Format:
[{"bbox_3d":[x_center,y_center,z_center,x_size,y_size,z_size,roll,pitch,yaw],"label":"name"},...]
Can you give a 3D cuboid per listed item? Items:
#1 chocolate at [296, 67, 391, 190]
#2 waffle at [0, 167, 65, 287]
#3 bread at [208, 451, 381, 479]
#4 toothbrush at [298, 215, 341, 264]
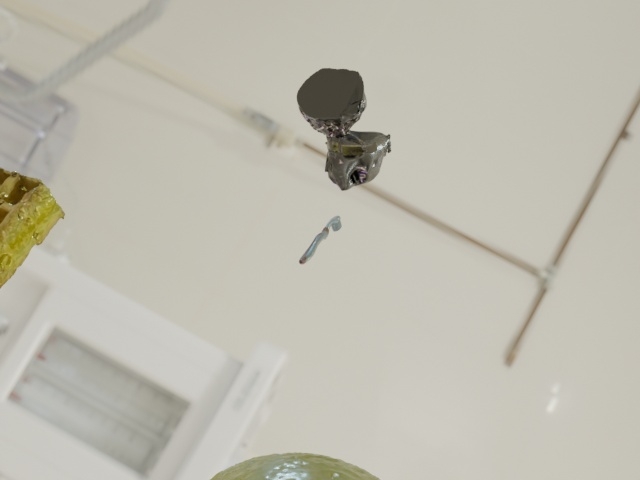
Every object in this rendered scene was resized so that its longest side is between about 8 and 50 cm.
[{"bbox_3d":[0.028,-0.092,1.329,0.072,0.070,0.147,-40,144,-3],"label":"chocolate"},{"bbox_3d":[-0.350,0.017,1.303,0.211,0.160,0.055,-51,138,-24],"label":"waffle"},{"bbox_3d":[-0.018,0.386,1.634,0.320,0.320,0.237,-61,-179,-9],"label":"bread"},{"bbox_3d":[0.000,0.000,1.883,0.193,0.013,0.019,-48,125,-68],"label":"toothbrush"}]
